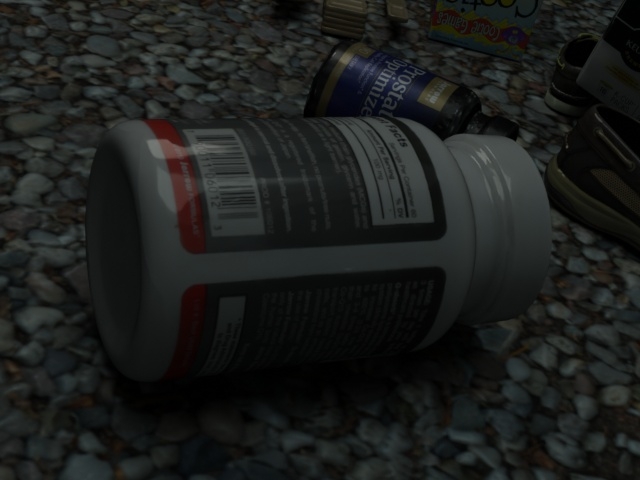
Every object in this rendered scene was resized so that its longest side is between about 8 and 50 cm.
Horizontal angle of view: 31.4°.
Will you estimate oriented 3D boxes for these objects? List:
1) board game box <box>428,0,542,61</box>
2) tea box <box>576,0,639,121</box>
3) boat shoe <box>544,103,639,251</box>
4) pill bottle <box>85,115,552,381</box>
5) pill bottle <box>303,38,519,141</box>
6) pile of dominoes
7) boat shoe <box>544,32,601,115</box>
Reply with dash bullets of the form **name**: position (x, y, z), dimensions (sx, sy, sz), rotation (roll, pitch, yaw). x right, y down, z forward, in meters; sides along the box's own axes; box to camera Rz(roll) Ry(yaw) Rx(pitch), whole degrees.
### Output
- **board game box**: position (0.256, -0.416, 1.594), dimensions (0.144, 0.275, 0.142), rotation (14, 34, -2)
- **tea box**: position (0.549, -0.251, 1.366), dimensions (0.329, 0.323, 0.220), rotation (40, 47, 14)
- **boat shoe**: position (0.414, -0.035, 1.240), dimensions (0.355, 0.130, 0.132), rotation (30, 37, 21)
- **pill bottle**: position (0.000, 0.000, 0.968), dimensions (0.363, 0.210, 0.210), rotation (-3, 38, -25)
- **pill bottle**: position (0.102, -0.129, 1.265), dimensions (0.219, 0.123, 0.123), rotation (25, 36, 15)
- **pile of dominoes**: position (0.024, -0.354, 1.652), dimensions (0.196, 0.040, 0.251), rotation (11, 26, -5)
- **boat shoe**: position (0.369, -0.246, 1.578), dimensions (0.081, 0.069, 0.228), rotation (21, 35, 10)
